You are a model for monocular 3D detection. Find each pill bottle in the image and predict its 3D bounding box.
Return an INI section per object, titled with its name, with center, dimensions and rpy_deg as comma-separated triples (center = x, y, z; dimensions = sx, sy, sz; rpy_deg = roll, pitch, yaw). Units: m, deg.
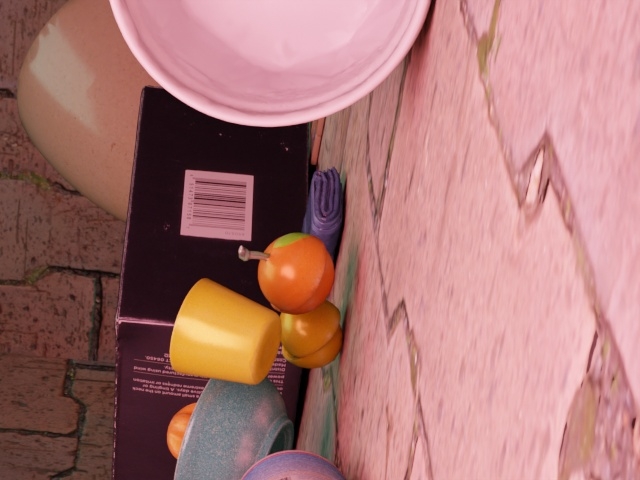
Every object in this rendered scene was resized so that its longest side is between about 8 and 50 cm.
[pill bottle]
center = -0.016, 0.190, 1.231
dimensions = 0.160, 0.087, 0.087
rpy_deg = -124, 40, -82

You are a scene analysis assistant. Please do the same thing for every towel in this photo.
[towel]
center = 0.000, 0.000, 1.557
dimensions = 0.119, 0.029, 0.067
rpy_deg = 103, 171, -48

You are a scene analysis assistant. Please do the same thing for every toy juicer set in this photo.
[toy juicer set]
center = -0.058, 0.135, 1.405
dimensions = 0.209, 0.089, 0.329
rpy_deg = -52, -27, -51

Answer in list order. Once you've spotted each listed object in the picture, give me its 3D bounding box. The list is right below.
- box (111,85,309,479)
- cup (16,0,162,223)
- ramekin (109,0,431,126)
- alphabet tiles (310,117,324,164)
[box]
center = -0.112, 0.073, 1.851
dimensions = 0.343, 0.178, 0.313
rpy_deg = -90, 7, -46
[cup]
center = -0.163, -0.133, 2.160
dimensions = 0.237, 0.331, 0.331
rpy_deg = 57, 150, 37
[ramekin]
center = -0.028, -0.184, 1.170
dimensions = 0.109, 0.207, 0.207
rpy_deg = -70, -12, -75
[alphabet tiles]
center = 0.008, -0.227, 1.806
dimensions = 0.198, 0.009, 0.237
rpy_deg = -90, 7, -45
